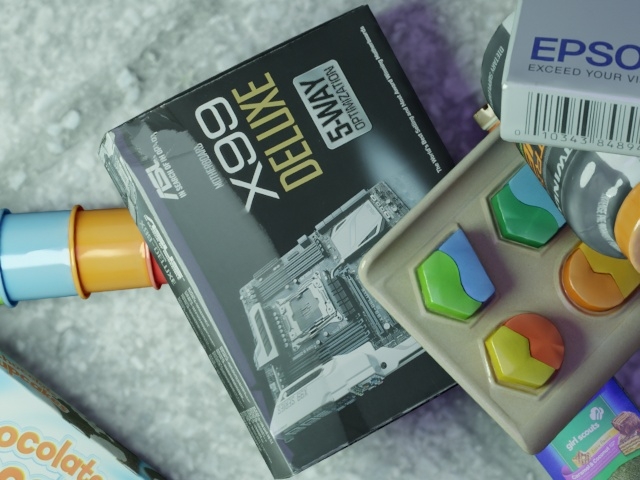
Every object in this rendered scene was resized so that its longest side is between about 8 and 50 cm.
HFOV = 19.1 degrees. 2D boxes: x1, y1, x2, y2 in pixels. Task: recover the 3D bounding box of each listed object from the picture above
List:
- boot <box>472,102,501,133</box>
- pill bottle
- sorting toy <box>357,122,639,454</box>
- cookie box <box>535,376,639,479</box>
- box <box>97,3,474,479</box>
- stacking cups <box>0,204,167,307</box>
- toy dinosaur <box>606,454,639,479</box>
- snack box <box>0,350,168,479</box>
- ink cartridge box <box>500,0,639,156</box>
[{"bbox_3d":[0.211,-0.120,1.551,0.158,0.059,0.084,-39,89,13],"label":"boot"},{"bbox_3d":[0.218,-0.074,1.395,0.130,0.245,0.130,-10,129,-13],"label":"pill bottle"},{"bbox_3d":[0.162,0.033,1.494,0.193,0.038,0.208,-44,92,-18],"label":"sorting toy"},{"bbox_3d":[0.215,0.153,1.555,0.092,0.040,0.107,-38,86,5],"label":"cookie box"},{"bbox_3d":[0.000,0.000,1.522,0.242,0.076,0.307,-27,87,-17],"label":"box"},{"bbox_3d":[-0.231,0.018,1.590,0.316,0.096,0.096,-2,90,2],"label":"stacking cups"},{"bbox_3d":[0.258,0.250,1.492,0.160,0.121,0.313,17,108,-16],"label":"toy dinosaur"},{"bbox_3d":[-0.255,0.217,1.562,0.322,0.060,0.187,39,95,-10],"label":"snack box"},{"bbox_3d":[0.309,-0.189,1.342,0.324,0.071,0.330,7,54,9],"label":"ink cartridge box"}]
